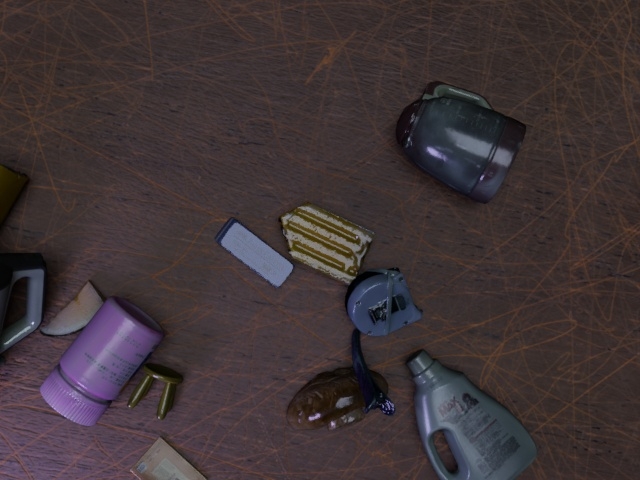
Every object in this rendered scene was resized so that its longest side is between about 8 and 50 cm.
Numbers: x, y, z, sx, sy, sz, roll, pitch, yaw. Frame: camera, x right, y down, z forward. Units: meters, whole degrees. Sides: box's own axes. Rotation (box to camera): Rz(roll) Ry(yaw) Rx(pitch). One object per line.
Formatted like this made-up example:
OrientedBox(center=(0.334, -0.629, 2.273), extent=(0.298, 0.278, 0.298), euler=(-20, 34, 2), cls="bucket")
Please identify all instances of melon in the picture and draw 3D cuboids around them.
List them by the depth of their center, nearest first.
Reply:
OrientedBox(center=(-0.646, 0.202, 1.738), extent=(0.098, 0.054, 0.182), euler=(44, 84, 6), cls="melon")

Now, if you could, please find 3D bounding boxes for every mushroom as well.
OrientedBox(center=(0.045, 0.421, 1.719), extent=(0.286, 0.151, 0.156), euler=(-21, 86, -5), cls="mushroom")

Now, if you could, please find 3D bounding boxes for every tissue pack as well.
OrientedBox(center=(-0.884, -0.085, 1.671), extent=(0.134, 0.192, 0.271), euler=(28, 86, 0), cls="tissue pack")

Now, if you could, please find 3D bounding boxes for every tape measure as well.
OrientedBox(center=(0.158, 0.166, 1.742), extent=(0.181, 0.107, 0.182), euler=(-32, 121, -3), cls="tape measure")

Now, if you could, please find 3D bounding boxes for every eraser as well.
OrientedBox(center=(-0.179, 0.032, 1.787), extent=(0.225, 0.036, 0.082), euler=(38, 86, -1), cls="eraser")

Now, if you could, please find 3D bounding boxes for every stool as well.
OrientedBox(center=(-0.426, 0.388, 1.710), extent=(0.135, 0.134, 0.110), euler=(21, 89, 43), cls="stool")

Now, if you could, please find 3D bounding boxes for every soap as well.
OrientedBox(center=(0.000, 0.000, 1.779), extent=(0.258, 0.080, 0.160), euler=(25, 84, -2), cls="soap")

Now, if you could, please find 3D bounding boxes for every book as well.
OrientedBox(center=(-0.402, 0.619, 1.744), extent=(0.172, 0.012, 0.118), euler=(43, 85, 0), cls="book")

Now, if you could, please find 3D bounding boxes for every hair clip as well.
OrientedBox(center=(0.115, 0.327, 1.696), extent=(0.083, 0.275, 0.048), euler=(9, 128, -25), cls="hair clip")

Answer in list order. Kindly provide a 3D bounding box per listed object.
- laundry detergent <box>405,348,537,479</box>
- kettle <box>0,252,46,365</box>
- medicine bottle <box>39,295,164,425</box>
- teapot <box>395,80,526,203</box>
OrientedBox(center=(0.359, 0.475, 1.752), extent=(0.264, 0.125, 0.398), euler=(-38, 88, -5), cls="laundry detergent")
OrientedBox(center=(-0.845, 0.199, 1.589), extent=(0.250, 0.361, 0.376), euler=(42, 118, 34), cls="kettle")
OrientedBox(center=(-0.550, 0.303, 1.673), extent=(0.178, 0.178, 0.290), euler=(37, 86, -1), cls="medicine bottle")
OrientedBox(center=(0.369, -0.295, 1.773), extent=(0.312, 0.233, 0.315), euler=(27, 55, 3), cls="teapot")
